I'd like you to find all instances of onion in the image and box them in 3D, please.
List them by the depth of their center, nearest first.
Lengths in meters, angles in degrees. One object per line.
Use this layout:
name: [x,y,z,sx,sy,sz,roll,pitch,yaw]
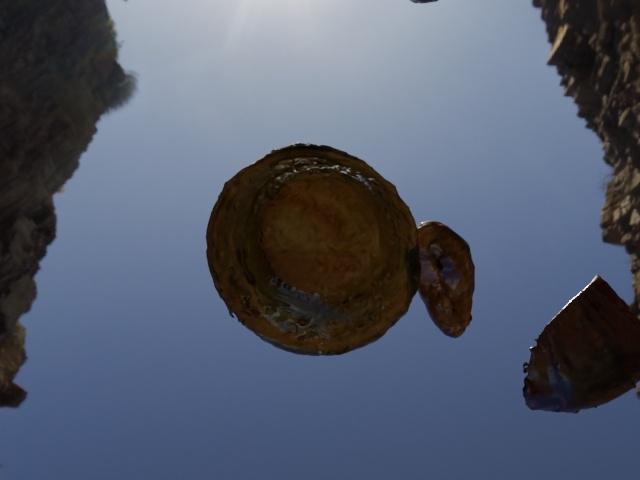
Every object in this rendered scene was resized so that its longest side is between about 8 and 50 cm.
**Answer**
onion: [0.543,0.257,1.081,0.280,0.314,0.146,-46,-137,-9]

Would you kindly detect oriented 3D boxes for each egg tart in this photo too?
egg tart: [0.000,0.000,1.041,0.444,0.178,0.442,3,-105,-11]

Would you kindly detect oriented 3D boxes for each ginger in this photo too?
ginger: [0.321,0.088,1.405,0.165,0.321,0.172,-14,-159,21]

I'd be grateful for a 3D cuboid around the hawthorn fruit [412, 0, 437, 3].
hawthorn fruit: [0.201,-0.568,1.082,0.179,0.173,0.173,33,-127,-13]
